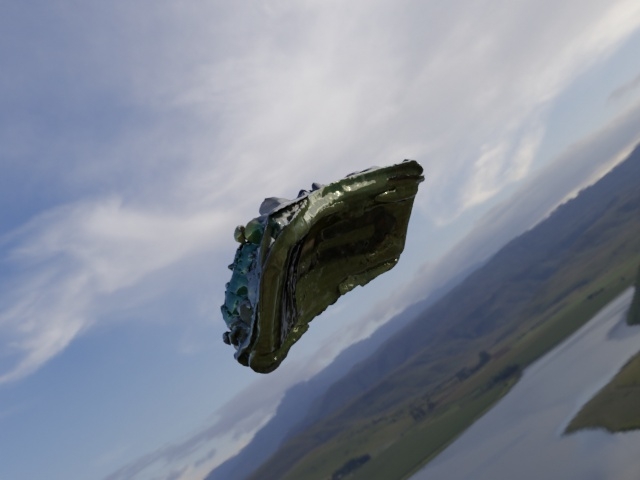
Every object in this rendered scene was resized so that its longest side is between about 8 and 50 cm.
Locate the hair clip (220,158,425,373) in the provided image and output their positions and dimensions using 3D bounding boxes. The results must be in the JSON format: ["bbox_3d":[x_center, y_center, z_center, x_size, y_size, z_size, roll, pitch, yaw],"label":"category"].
[{"bbox_3d":[-0.002,0.000,0.584,0.321,0.091,0.138,-27,-47,-58],"label":"hair clip"}]
